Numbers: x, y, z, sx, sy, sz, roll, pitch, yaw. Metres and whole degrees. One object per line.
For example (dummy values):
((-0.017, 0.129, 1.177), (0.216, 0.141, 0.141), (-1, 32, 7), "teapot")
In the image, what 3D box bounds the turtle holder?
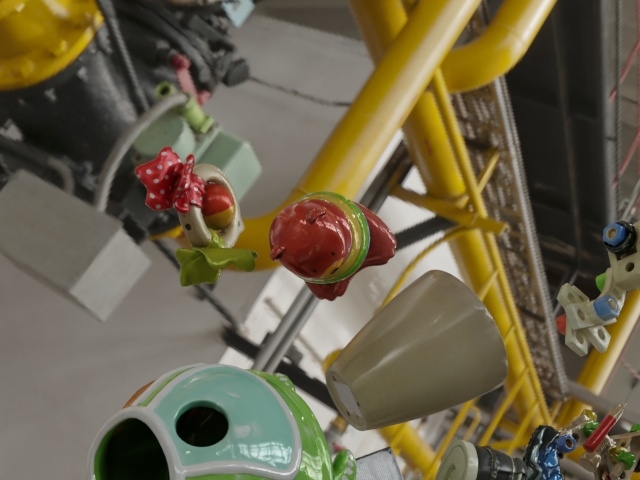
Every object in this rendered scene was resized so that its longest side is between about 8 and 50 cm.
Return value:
((-0.115, 0.284, 0.905), (0.243, 0.320, 0.227), (-25, -27, 27), "turtle holder")

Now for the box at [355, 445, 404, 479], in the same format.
((0.071, 0.578, 2.013), (0.207, 0.108, 0.153), (-7, -19, -44), "box")

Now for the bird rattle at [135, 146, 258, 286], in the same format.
((-0.211, -0.051, 1.480), (0.143, 0.207, 0.253), (-20, -74, 25), "bird rattle")

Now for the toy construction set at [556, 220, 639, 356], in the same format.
((0.475, 0.047, 1.137), (0.328, 0.215, 0.151), (-22, -38, 31), "toy construction set")

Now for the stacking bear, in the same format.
((0.000, 0.000, 1.356), (0.164, 0.175, 0.289), (55, 9, 8), "stacking bear")

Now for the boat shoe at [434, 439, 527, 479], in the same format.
((0.150, 0.312, 0.932), (0.079, 0.084, 0.233), (10, -53, -14), "boat shoe")

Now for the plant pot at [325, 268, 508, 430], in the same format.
((0.154, 0.225, 1.566), (0.256, 0.274, 0.256), (47, -28, 34), "plant pot")

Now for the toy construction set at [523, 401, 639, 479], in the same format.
((0.619, 0.438, 1.844), (0.257, 0.237, 0.309), (37, -28, 23), "toy construction set")

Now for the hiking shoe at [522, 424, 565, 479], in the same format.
((0.411, 0.480, 1.506), (0.132, 0.304, 0.113), (7, -27, 14), "hiking shoe")
